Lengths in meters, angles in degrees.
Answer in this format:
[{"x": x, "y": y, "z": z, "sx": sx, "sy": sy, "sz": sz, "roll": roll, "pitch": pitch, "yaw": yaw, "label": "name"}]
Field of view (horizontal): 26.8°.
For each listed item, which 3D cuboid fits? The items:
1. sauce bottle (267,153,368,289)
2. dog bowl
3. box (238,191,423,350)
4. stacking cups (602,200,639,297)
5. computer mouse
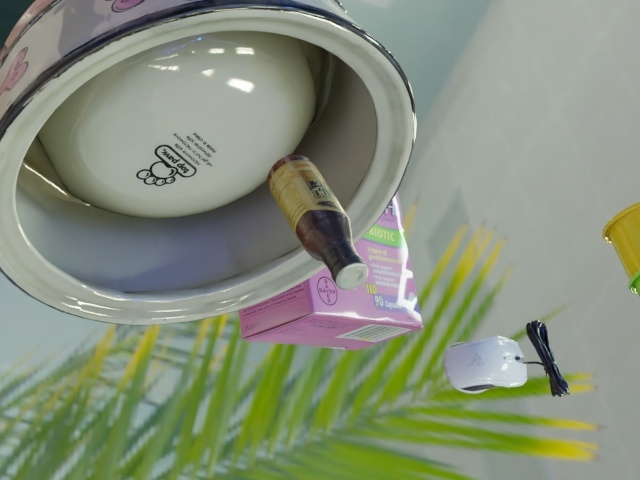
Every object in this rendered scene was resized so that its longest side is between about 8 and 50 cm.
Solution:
[{"x": 0.000, "y": -0.013, "z": 0.993, "sx": 0.128, "sy": 0.042, "sz": 0.042, "roll": 58, "pitch": -48, "yaw": 42, "label": "sauce bottle"}, {"x": -0.125, "y": -0.104, "z": 1.256, "sx": 0.408, "sy": 0.408, "sz": 0.150, "roll": -59, "pitch": -140, "yaw": 39, "label": "dog bowl"}, {"x": 0.000, "y": 0.000, "z": 1.645, "sx": 0.117, "sy": 0.214, "sz": 0.242, "roll": -23, "pitch": -111, "yaw": 36, "label": "box"}, {"x": 0.376, "y": 0.110, "z": 1.323, "sx": 0.096, "sy": 0.096, "sz": 0.316, "roll": -52, "pitch": -133, "yaw": 50, "label": "stacking cups"}, {"x": 0.239, "y": 0.156, "z": 1.713, "sx": 0.042, "sy": 0.193, "sz": 0.106, "roll": -31, "pitch": -112, "yaw": 48, "label": "computer mouse"}]
